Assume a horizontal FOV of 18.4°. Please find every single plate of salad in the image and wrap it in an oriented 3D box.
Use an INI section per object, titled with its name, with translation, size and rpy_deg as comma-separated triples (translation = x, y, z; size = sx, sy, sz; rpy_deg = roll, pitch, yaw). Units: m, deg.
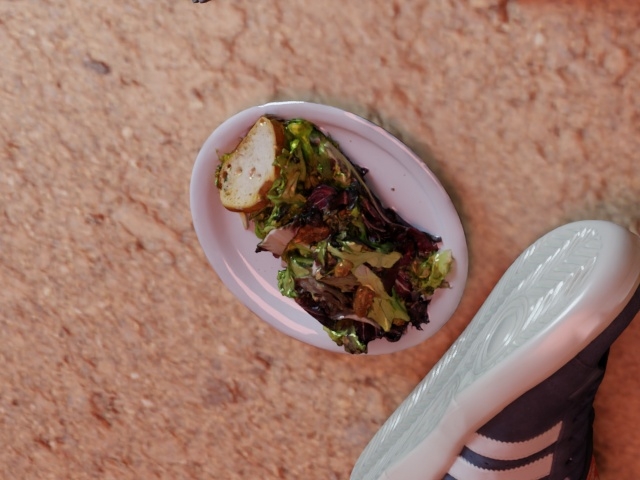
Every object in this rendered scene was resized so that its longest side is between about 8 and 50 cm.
[plate of salad]
translation = 0.000, 0.000, 1.298
size = 0.200, 0.048, 0.200
rpy_deg = 13, 127, 18

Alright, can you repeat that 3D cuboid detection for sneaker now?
[sneaker]
translation = 0.143, 0.124, 1.273
size = 0.148, 0.131, 0.350
rpy_deg = 31, 137, -5

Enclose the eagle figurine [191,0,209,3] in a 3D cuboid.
[eagle figurine]
translation = 0.086, -0.223, 1.009
size = 0.226, 0.225, 0.298
rpy_deg = 22, 120, -1
